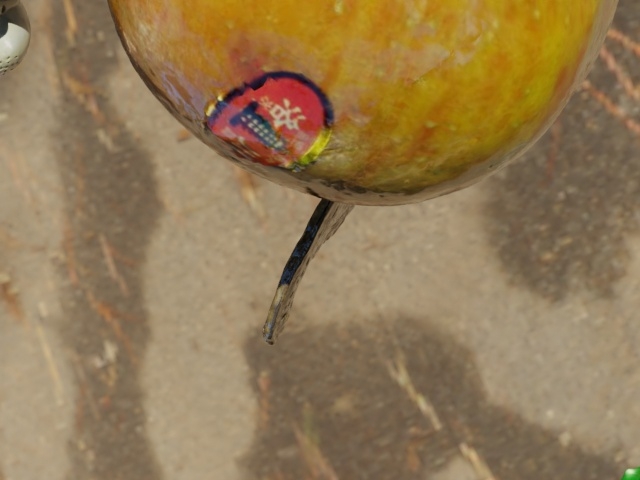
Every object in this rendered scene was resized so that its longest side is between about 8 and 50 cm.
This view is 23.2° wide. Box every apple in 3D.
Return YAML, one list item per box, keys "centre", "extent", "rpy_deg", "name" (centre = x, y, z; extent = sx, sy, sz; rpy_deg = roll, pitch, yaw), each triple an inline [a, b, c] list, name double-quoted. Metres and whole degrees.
- centre: [0.038, -0.226, 1.143]
  extent: [0.400, 0.400, 0.333]
  rpy_deg: [56, 138, 20]
  name: "apple"

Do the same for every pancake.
- centre: [0.000, 0.000, 1.407]
  extent: [0.020, 0.190, 0.184]
  rpy_deg: [26, 117, 8]
  name: "pancake"

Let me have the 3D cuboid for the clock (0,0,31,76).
- centre: [-0.291, -0.203, 1.271]
  extent: [0.103, 0.144, 0.231]
  rpy_deg: [52, 140, 21]
  name: "clock"

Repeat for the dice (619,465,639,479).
- centre: [0.247, 0.226, 1.025]
  extent: [0.128, 0.120, 0.131]
  rpy_deg: [34, 118, 43]
  name: "dice"
